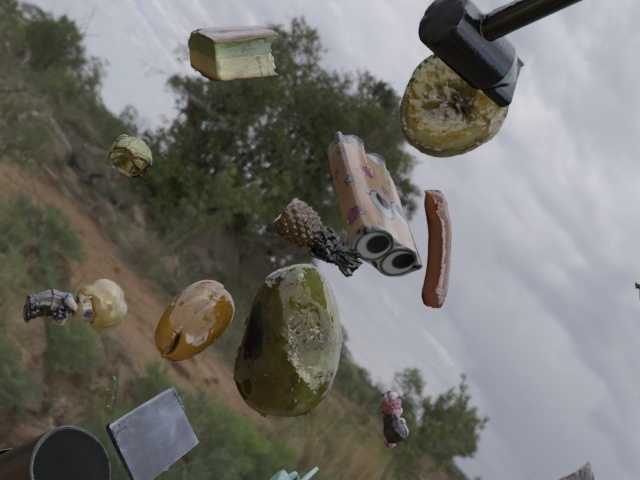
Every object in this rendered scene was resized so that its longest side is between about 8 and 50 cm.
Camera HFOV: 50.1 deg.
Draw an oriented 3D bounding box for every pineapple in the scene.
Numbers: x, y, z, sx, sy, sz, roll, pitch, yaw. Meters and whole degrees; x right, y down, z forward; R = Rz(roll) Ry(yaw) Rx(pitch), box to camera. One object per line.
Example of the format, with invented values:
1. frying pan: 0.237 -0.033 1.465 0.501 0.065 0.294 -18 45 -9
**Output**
1. pineapple: 0.000 0.000 1.134 0.159 0.074 0.074 38 -5 -7

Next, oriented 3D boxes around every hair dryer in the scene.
1. hair dryer: 0.369 -0.375 1.250 0.244 0.116 0.302 26 -25 -37

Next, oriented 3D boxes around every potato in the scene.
1. potato: -0.061 0.195 1.333 0.173 0.307 0.210 15 -9 -40

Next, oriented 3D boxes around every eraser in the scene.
1. eraser: 0.096 -0.074 1.338 0.171 0.087 0.290 35 28 -35

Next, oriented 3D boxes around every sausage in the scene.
1. sausage: 0.171 0.013 1.018 0.040 0.047 0.176 -153 -115 -84

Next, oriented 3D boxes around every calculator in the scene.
1. calculator: -0.380 0.449 1.575 0.161 0.021 0.262 64 21 4

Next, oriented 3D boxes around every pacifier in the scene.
1. pacifier: -0.043 0.397 0.978 0.116 0.150 0.127 44 -25 12

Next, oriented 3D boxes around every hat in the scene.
1. hat: -0.348 -0.162 1.263 0.076 0.059 0.077 24 -34 -29

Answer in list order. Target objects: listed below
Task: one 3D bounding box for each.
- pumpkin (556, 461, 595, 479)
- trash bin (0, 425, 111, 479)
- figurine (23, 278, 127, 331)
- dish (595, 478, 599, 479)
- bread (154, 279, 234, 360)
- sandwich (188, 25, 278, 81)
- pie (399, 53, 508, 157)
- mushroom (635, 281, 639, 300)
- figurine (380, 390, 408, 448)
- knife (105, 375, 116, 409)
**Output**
1. pumpkin: 0.381 0.499 1.264 0.190 0.139 0.280 27 -59 52
2. trash bin: -0.593 0.513 1.382 0.214 0.334 0.214 36 39 -35
3. figurine: -0.491 0.134 1.387 0.196 0.114 0.108 -1 44 -40
4. dish: 0.639 0.592 1.473 0.190 0.066 0.190 55 16 -23
5. bread: -0.233 0.146 1.292 0.114 0.189 0.077 45 -42 -6
6. sandwich: -0.199 -0.449 1.623 0.220 0.186 0.108 38 -45 54
7. pie: 0.303 -0.319 1.571 0.274 0.274 0.055 45 9 30
8. mushroom: 0.735 0.008 1.369 0.151 0.285 0.156 16 -25 20
9. figurine: 0.171 0.432 1.659 0.054 0.072 0.129 25 41 -41
10. knife: -0.540 0.390 1.756 0.030 0.014 0.207 42 -39 11
